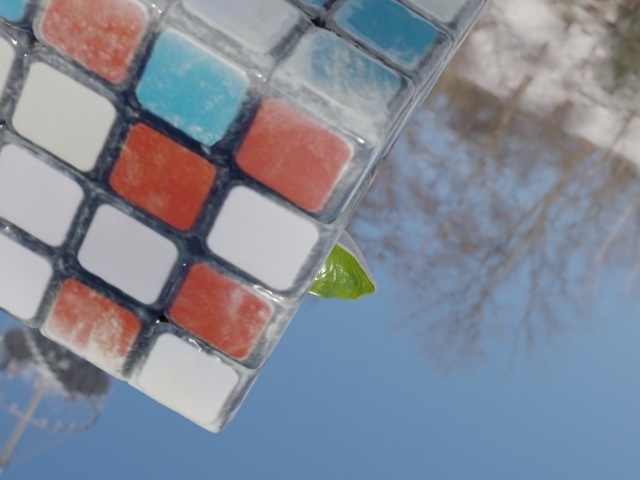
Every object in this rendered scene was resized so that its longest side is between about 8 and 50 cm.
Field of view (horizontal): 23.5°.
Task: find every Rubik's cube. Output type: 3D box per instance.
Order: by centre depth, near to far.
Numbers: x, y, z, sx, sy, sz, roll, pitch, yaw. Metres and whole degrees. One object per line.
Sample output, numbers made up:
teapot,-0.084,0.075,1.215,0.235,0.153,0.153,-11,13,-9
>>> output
Rubik's cube,-0.079,-0.094,0.901,0.256,0.253,0.259,31,-142,0

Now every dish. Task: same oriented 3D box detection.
dish,0.000,0.000,1.402,0.091,0.039,0.137,2,142,28
